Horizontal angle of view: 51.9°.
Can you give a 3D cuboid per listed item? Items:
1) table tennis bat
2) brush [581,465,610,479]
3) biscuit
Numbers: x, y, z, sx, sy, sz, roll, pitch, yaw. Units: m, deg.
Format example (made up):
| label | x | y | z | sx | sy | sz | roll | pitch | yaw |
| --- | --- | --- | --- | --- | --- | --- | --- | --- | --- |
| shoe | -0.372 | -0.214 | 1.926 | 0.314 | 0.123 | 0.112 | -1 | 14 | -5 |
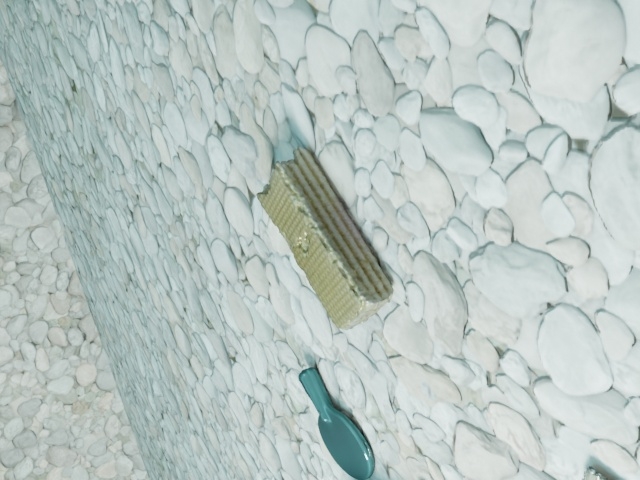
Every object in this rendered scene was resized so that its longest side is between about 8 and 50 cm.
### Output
| label | x | y | z | sx | sy | sz | roll | pitch | yaw |
| --- | --- | --- | --- | --- | --- | --- | --- | --- | --- |
| table tennis bat | 0.022 | 0.298 | 1.067 | 0.201 | 0.033 | 0.124 | 61 | 148 | 4 |
| brush | 0.297 | 0.369 | 0.697 | 0.090 | 0.017 | 0.315 | 35 | 138 | 46 |
| biscuit | 0.000 | 0.000 | 0.863 | 0.239 | 0.061 | 0.108 | 59 | 149 | 14 |
